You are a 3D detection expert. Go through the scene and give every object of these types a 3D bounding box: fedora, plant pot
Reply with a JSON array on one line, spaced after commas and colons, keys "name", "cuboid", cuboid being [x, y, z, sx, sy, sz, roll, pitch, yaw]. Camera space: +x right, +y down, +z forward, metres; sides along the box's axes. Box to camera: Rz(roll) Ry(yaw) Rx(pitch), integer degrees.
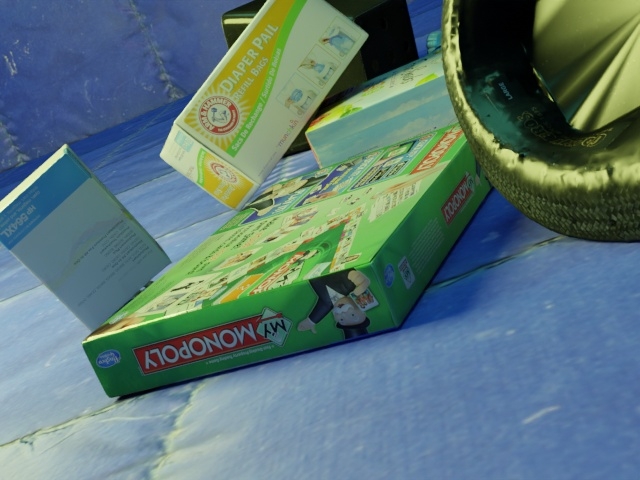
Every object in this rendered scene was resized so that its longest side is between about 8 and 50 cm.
[{"name": "fedora", "cuboid": [0.220, -0.150, 0.662, 0.153, 0.334, 0.334, 1, -2, -34]}, {"name": "plant pot", "cuboid": [0.017, -0.219, 1.414, 0.167, 0.187, 0.188, 0, 24, 36]}]

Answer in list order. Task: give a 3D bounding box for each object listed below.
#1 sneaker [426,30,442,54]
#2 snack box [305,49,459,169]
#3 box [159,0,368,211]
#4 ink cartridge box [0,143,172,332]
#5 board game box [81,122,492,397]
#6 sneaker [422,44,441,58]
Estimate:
[{"name": "sneaker", "cuboid": [0.206, -0.269, 1.573, 0.073, 0.063, 0.162, 6, 31, 29]}, {"name": "snack box", "cuboid": [0.084, -0.130, 1.151, 0.175, 0.070, 0.207, -22, 14, 11]}, {"name": "box", "cuboid": [-0.058, -0.146, 1.168, 0.203, 0.103, 0.114, -56, 5, -18]}, {"name": "ink cartridge box", "cuboid": [-0.197, 0.004, 0.970, 0.090, 0.143, 0.092, -42, 15, -4]}, {"name": "board game box", "cuboid": [0.000, 0.000, 0.824, 0.214, 0.046, 0.317, -16, 15, 27]}, {"name": "sneaker", "cuboid": [0.204, -0.235, 1.378, 0.188, 0.067, 0.078, -17, 20, 37]}]
